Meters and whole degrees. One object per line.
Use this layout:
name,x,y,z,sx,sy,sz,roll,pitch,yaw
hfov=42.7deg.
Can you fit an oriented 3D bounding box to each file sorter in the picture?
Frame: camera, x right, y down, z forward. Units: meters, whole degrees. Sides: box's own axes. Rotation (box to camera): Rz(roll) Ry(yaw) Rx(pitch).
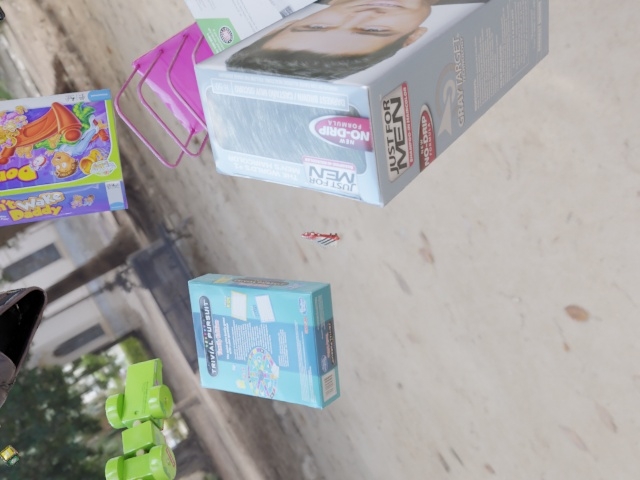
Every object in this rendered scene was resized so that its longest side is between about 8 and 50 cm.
file sorter,-0.228,-0.298,1.618,0.202,0.291,0.182,50,-148,-29

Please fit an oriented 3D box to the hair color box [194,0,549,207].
hair color box,0.073,-0.181,0.819,0.185,0.374,0.113,13,128,32

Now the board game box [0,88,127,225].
board game box,-0.527,-0.141,1.432,0.078,0.347,0.233,96,160,-51

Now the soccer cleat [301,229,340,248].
soccer cleat,0.000,0.000,1.739,0.029,0.083,0.035,-90,5,-72

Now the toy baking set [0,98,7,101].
toy baking set,-0.700,-0.251,1.755,0.197,0.256,0.030,136,124,-63

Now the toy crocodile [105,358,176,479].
toy crocodile,-0.331,0.375,1.542,0.105,0.115,0.340,64,-169,-48

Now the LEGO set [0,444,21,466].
LEGO set,-0.581,0.335,1.224,0.244,0.182,0.060,9,144,13

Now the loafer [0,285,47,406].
loafer,-0.460,0.157,1.133,0.109,0.095,0.302,59,-167,-27

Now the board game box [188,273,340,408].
board game box,-0.125,0.211,1.787,0.336,0.079,0.253,3,104,34

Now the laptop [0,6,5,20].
laptop,-0.652,-0.577,1.388,0.408,0.236,0.382,6,133,43

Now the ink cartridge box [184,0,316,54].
ink cartridge box,-0.071,-0.356,1.112,0.160,0.219,0.092,61,-155,-1
